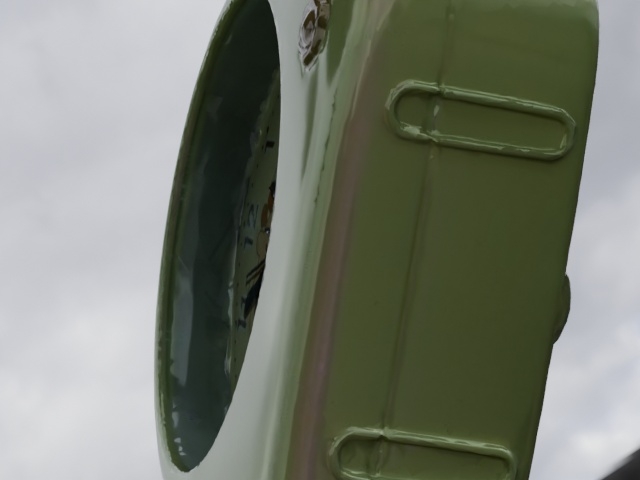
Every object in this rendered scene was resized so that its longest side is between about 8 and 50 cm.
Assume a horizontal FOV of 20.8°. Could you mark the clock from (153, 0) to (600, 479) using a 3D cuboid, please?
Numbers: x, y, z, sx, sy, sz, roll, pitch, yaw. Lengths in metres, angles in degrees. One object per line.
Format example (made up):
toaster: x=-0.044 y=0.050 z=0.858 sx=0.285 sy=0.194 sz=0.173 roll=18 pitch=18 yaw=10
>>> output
clock: x=0.000 y=0.000 z=0.677 sx=0.096 sy=0.235 sz=0.308 roll=7 pitch=4 yaw=-16
